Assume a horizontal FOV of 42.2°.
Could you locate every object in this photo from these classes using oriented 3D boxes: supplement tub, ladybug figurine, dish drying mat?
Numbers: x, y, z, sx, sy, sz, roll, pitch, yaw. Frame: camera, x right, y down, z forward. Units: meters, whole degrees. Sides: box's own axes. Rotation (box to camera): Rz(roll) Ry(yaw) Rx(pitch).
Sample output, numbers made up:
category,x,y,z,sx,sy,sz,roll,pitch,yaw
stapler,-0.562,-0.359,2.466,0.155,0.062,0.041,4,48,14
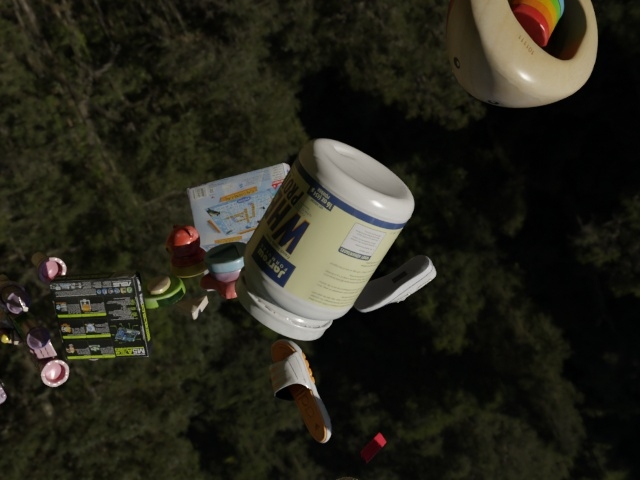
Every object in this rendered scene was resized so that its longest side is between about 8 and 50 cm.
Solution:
category,x,y,z,sx,sy,sz,roll,pitch,yaw
supplement tub,0.000,0.000,1.545,0.325,0.235,0.235,-59,167,21
ladybug figurine,0.361,-0.392,1.523,0.162,0.305,0.449,-36,-169,46
dish drying mat,0.128,0.507,2.027,0.083,0.032,0.008,-37,-171,-39

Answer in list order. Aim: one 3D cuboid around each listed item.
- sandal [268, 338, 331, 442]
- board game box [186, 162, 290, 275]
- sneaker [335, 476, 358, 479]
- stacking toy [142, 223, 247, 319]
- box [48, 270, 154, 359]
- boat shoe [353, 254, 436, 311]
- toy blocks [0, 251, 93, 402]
category,x,y,z,sx,sy,sz,roll,pitch,yaw
sandal,-0.060,0.346,1.907,0.076,0.265,0.102,-7,148,-40
board game box,-0.214,-0.037,2.455,0.318,0.318,0.066,-13,175,15
sneaker,0.069,0.733,1.941,0.131,0.148,0.350,-14,-139,14
stacking toy,-0.348,0.070,2.228,0.308,0.130,0.279,11,-147,35
box,-0.461,0.160,1.750,0.190,0.184,0.045,-4,-159,9
boat shoe,0.220,0.143,2.403,0.258,0.095,0.084,-29,135,10
toy blocks,-0.684,0.227,1.929,0.309,0.289,0.260,-31,-153,-23
